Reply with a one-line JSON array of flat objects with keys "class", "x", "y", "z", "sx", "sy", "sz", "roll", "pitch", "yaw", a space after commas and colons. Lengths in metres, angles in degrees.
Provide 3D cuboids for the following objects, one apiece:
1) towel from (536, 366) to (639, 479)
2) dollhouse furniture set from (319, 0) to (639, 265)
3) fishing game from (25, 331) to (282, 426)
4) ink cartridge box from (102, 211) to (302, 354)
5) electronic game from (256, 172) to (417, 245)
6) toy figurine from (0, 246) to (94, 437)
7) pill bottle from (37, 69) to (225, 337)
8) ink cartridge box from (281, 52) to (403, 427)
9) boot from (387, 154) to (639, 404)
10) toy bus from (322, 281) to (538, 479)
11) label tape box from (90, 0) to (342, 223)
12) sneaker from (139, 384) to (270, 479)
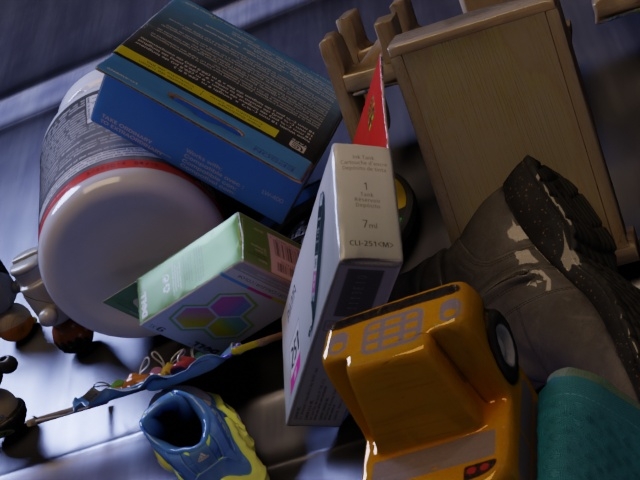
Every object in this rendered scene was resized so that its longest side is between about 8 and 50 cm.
[{"class": "towel", "x": 0.222, "y": 0.267, "z": 0.897, "sx": 0.040, "sy": 0.271, "sz": 0.370, "roll": -43, "pitch": 21, "yaw": 37}, {"class": "dollhouse furniture set", "x": 0.205, "y": -0.135, "z": 1.575, "sx": 0.362, "sy": 0.256, "sz": 0.394, "roll": -15, "pitch": 14, "yaw": 14}, {"class": "fishing game", "x": -0.167, "y": 0.131, "z": 1.563, "sx": 0.264, "sy": 0.041, "sz": 0.189, "roll": -21, "pitch": -4, "yaw": 29}, {"class": "ink cartridge box", "x": -0.117, "y": 0.060, "z": 1.601, "sx": 0.209, "sy": 0.109, "sz": 0.062, "roll": -32, "pitch": 49, "yaw": 31}, {"class": "electronic game", "x": 0.000, "y": 0.000, "z": 1.687, "sx": 0.229, "sy": 0.048, "sz": 0.229, "roll": -23, "pitch": 32, "yaw": 15}, {"class": "toy figurine", "x": -0.382, "y": 0.115, "z": 1.784, "sx": 0.213, "sy": 0.148, "sz": 0.209, "roll": -1, "pitch": 37, "yaw": 45}, {"class": "pill bottle", "x": -0.225, "y": -0.062, "z": 1.820, "sx": 0.210, "sy": 0.210, "sz": 0.363, "roll": -28, "pitch": 30, "yaw": 7}, {"class": "ink cartridge box", "x": 0.012, "y": 0.002, "z": 1.418, "sx": 0.060, "sy": 0.275, "sz": 0.238, "roll": 3, "pitch": 53, "yaw": -10}, {"class": "boot", "x": 0.181, "y": 0.110, "z": 1.312, "sx": 0.223, "sy": 0.118, "sz": 0.338, "roll": -44, "pitch": 42, "yaw": 20}, {"class": "toy bus", "x": 0.116, "y": 0.189, "z": 1.020, "sx": 0.108, "sy": 0.332, "sz": 0.130, "roll": -18, "pitch": 32, "yaw": 22}, {"class": "label tape box", "x": -0.114, "y": -0.132, "z": 1.684, "sx": 0.106, "sy": 0.241, "sz": 0.333, "roll": -60, "pitch": 1, "yaw": 24}, {"class": "sneaker", "x": -0.125, "y": 0.171, "z": 1.472, "sx": 0.091, "sy": 0.126, "sz": 0.240, "roll": -38, "pitch": 31, "yaw": -11}]
